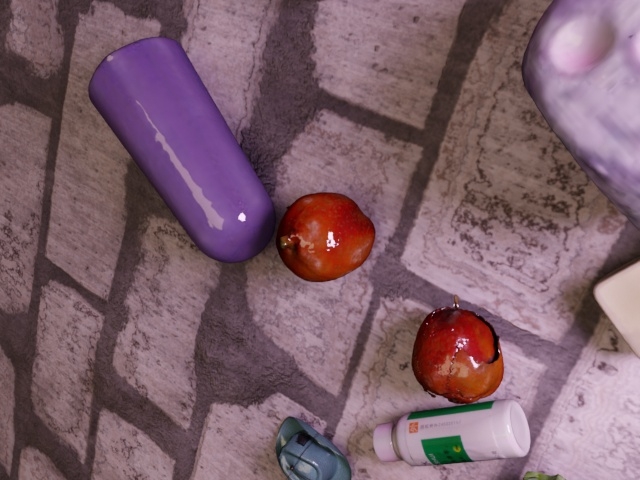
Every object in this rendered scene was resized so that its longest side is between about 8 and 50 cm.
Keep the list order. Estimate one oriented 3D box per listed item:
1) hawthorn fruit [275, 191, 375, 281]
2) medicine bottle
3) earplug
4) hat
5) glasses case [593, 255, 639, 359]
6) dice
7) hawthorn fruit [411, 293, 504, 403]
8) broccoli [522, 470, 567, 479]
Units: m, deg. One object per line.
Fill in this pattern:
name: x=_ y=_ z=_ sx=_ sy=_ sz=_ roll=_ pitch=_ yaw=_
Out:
hawthorn fruit: x=0.000 y=0.000 z=0.976 sx=0.169 sy=0.188 sz=0.169 roll=12 pitch=111 yaw=33
medicine bottle: x=0.215 y=0.332 z=0.953 sx=0.260 sy=0.095 sz=0.095 roll=-19 pitch=88 yaw=34
earplug: x=-0.251 y=-0.160 z=1.104 sx=0.215 sy=0.215 sz=0.456 roll=-39 pitch=80 yaw=31
hat: x=-0.031 y=0.452 z=1.137 sx=0.191 sy=0.078 sz=0.138 roll=34 pitch=116 yaw=23
glasses case: x=0.528 y=0.034 z=0.718 sx=0.313 sy=0.070 sz=0.131 roll=-39 pitch=77 yaw=31
dice: x=0.410 y=-0.173 z=0.607 sx=0.271 sy=0.270 sz=0.270 roll=-41 pitch=58 yaw=30
hawthorn fruit: x=0.221 y=0.174 z=0.901 sx=0.148 sy=0.148 sz=0.172 roll=-1 pitch=79 yaw=32
broccoli: x=0.357 y=0.491 z=0.810 sx=0.308 sy=0.308 sz=0.275 roll=-3 pitch=59 yaw=32
